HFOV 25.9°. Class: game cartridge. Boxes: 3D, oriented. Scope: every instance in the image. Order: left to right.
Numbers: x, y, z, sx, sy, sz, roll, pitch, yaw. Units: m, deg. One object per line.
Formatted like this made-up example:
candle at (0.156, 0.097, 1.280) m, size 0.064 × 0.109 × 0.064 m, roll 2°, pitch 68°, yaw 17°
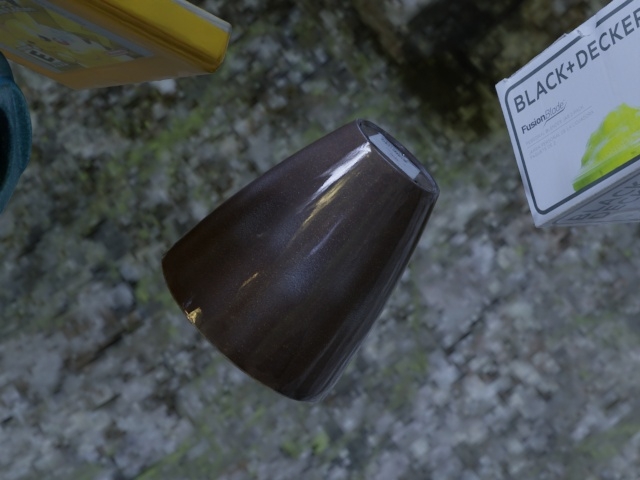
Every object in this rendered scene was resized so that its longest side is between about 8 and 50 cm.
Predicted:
game cartridge at (-0.281, -0.216, 1.197) m, size 0.323 × 0.285 × 0.053 m, roll 21°, pitch -100°, yaw -34°

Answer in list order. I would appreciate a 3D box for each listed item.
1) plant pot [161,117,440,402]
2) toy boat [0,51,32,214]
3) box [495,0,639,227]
plant pot at (0.000, 0.000, 1.349) m, size 0.230 × 0.215 × 0.215 m, roll -48°, pitch -31°, yaw 15°
toy boat at (-0.289, -0.110, 1.025) m, size 0.148 × 0.267 × 0.318 m, roll 5°, pitch -56°, yaw 9°
box at (0.263, -0.079, 0.763) m, size 0.289 × 0.087 × 0.169 m, roll -3°, pitch -18°, yaw -32°
